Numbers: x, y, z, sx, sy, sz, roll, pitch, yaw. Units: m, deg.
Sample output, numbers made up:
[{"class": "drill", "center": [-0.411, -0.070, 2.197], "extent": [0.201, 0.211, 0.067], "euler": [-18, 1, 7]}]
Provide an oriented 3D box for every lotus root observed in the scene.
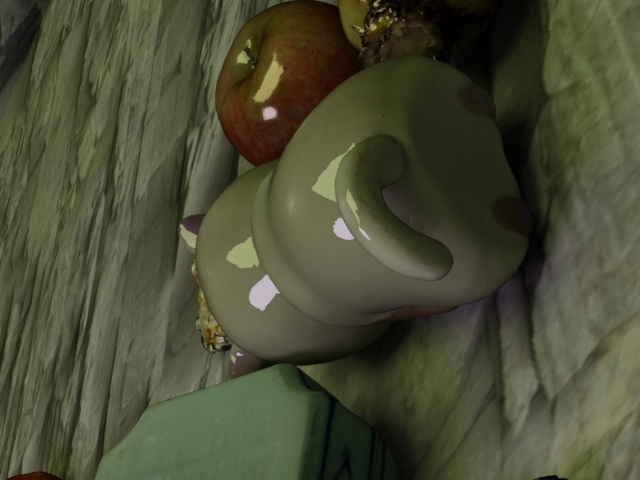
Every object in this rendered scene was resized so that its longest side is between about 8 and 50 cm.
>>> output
[{"class": "lotus root", "center": [0.101, -0.273, 0.970], "extent": [0.169, 0.141, 0.314], "euler": [-25, 43, 38]}]

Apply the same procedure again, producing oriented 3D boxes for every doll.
[{"class": "doll", "center": [0.028, -0.013, 0.899], "extent": [0.370, 0.226, 0.215], "euler": [-36, 77, 58]}]

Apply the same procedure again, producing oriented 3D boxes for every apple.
[{"class": "apple", "center": [-0.011, -0.152, 1.055], "extent": [0.188, 0.173, 0.188], "euler": [-33, 47, 43]}]

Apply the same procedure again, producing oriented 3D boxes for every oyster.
[{"class": "oyster", "center": [-0.131, 0.045, 1.241], "extent": [0.163, 0.081, 0.191], "euler": [-64, 28, 22]}]

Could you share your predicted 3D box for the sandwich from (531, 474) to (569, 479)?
[{"class": "sandwich", "center": [0.113, 0.271, 0.739], "extent": [0.235, 0.079, 0.159], "euler": [-62, 33, 18]}]

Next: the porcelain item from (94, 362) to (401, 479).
[{"class": "porcelain item", "center": [-0.078, 0.272, 0.884], "extent": [0.285, 0.157, 0.281], "euler": [-22, 39, 28]}]

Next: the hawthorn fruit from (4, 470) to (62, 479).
[{"class": "hawthorn fruit", "center": [-0.440, 0.406, 1.513], "extent": [0.125, 0.140, 0.125], "euler": [-16, 46, 17]}]
